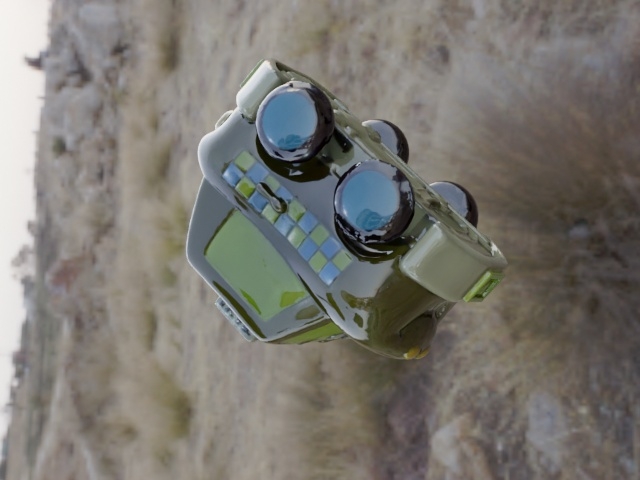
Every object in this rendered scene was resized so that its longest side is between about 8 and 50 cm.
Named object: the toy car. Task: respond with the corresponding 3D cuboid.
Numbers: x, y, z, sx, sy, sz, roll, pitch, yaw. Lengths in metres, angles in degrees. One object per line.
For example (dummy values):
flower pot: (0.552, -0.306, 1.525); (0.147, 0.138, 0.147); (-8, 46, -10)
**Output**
toy car: (0.000, 0.000, 0.856); (0.198, 0.248, 0.204); (-50, -19, 12)
